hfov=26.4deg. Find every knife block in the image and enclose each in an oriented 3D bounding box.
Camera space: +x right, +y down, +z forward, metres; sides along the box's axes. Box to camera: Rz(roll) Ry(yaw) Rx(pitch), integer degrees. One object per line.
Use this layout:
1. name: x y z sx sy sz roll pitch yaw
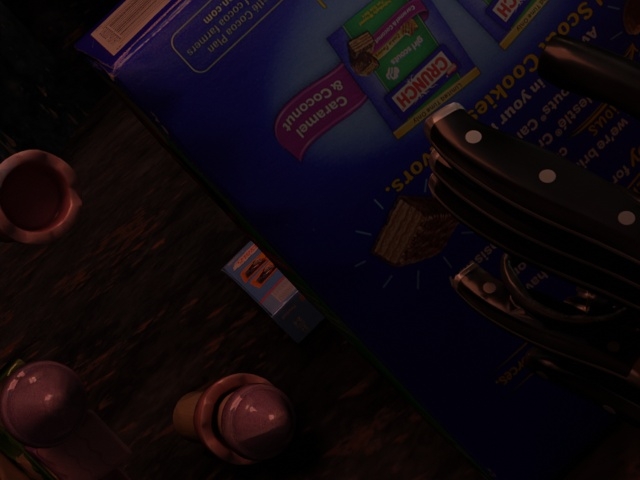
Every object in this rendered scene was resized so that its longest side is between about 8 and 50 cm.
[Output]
1. knife block: 0.169 0.020 0.442 0.088 0.242 0.275 -51 19 -21

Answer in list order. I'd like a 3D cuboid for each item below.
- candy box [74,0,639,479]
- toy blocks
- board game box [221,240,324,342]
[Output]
1. candy box: 0.085 -0.067 0.693 0.268 0.317 0.122 -43 22 -2
2. toy blocks: -0.196 0.133 0.900 0.309 0.288 0.260 -46 12 -20
3. board game box: 0.000 0.000 1.194 0.160 0.039 0.211 -44 18 -4
